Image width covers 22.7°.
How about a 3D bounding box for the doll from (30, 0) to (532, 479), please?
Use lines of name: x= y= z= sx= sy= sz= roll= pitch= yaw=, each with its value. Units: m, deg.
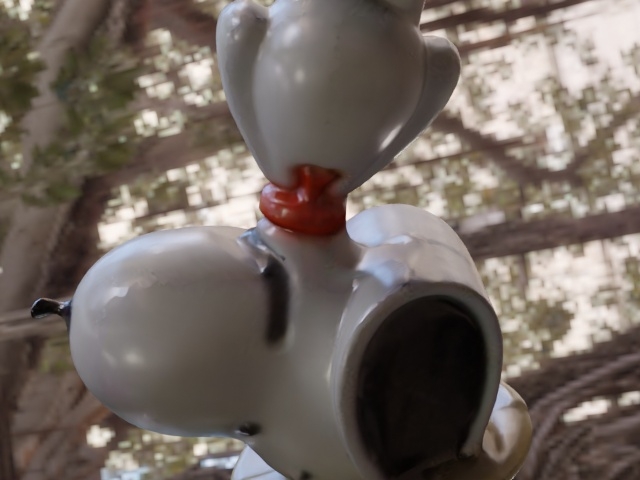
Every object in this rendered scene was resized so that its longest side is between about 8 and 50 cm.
doll: x=0.021 y=-0.002 z=0.635 sx=0.208 sy=0.271 sz=0.144 roll=26 pitch=-162 yaw=-16
